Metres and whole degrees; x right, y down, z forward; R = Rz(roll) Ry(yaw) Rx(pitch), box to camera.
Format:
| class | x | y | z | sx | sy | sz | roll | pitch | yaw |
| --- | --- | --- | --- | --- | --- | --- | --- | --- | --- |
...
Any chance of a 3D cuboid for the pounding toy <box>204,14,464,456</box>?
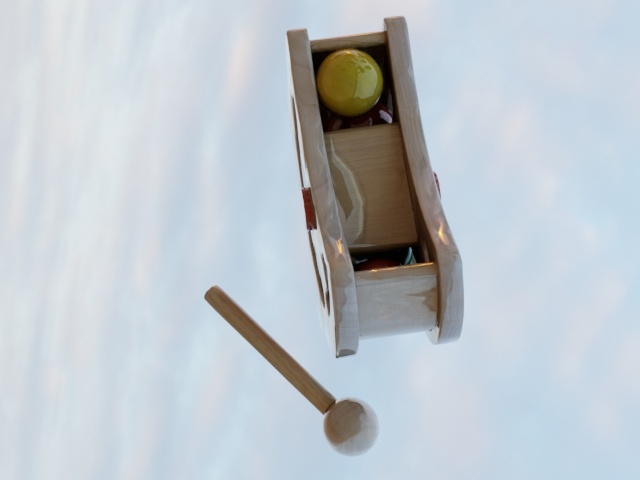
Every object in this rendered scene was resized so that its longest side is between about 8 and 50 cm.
| class | x | y | z | sx | sy | sz | roll | pitch | yaw |
| --- | --- | --- | --- | --- | --- | --- | --- | --- | --- |
| pounding toy | 0.000 | 0.000 | 0.906 | 0.154 | 0.155 | 0.269 | 106 | -24 | -80 |
